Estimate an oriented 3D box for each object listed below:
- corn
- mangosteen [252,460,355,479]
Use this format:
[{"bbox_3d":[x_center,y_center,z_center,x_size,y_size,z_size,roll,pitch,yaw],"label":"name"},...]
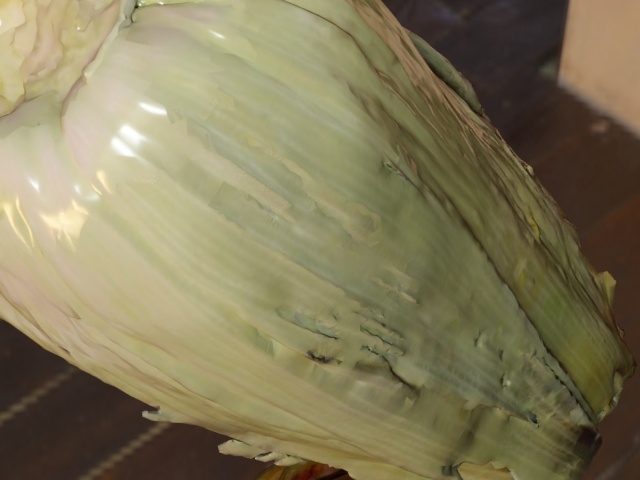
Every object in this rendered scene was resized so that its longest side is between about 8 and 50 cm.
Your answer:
[{"bbox_3d":[0.004,-0.001,0.477,0.123,0.305,0.122,38,94,29],"label":"corn"},{"bbox_3d":[0.042,0.180,0.823,0.210,0.210,0.210,0,48,0],"label":"mangosteen"}]
